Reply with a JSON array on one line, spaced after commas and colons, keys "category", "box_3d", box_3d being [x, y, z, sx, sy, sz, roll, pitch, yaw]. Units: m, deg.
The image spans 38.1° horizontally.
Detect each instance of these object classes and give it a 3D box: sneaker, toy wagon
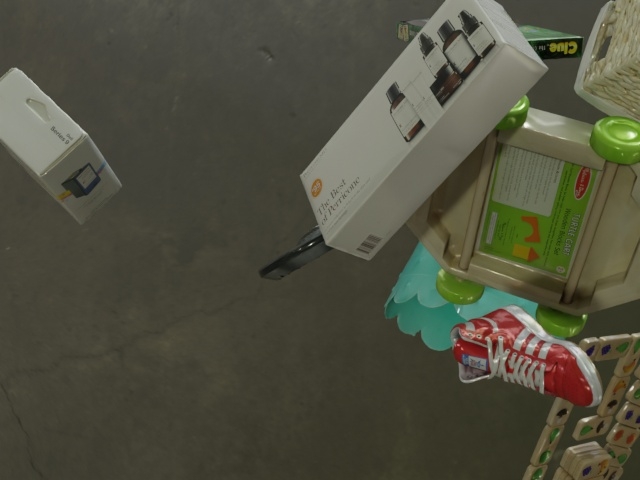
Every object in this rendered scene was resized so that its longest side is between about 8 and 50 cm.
[{"category": "sneaker", "box_3d": [0.136, 0.086, 0.642, 0.067, 0.118, 0.042, -13, 116, -20]}, {"category": "toy wagon", "box_3d": [0.260, -0.015, 0.961, 0.344, 0.267, 0.068, 18, 45, 14]}]

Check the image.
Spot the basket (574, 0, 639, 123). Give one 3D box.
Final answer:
[{"category": "basket", "box_3d": [0.363, -0.174, 0.937, 0.167, 0.103, 0.113, 26, 73, -13]}]

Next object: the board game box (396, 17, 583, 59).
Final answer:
[{"category": "board game box", "box_3d": [0.209, -0.262, 1.198, 0.136, 0.260, 0.030, -5, 110, -17]}]

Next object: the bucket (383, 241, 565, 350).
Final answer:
[{"category": "bucket", "box_3d": [0.244, 0.071, 1.349, 0.281, 0.281, 0.183, 31, 74, -18]}]

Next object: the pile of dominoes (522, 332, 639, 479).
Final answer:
[{"category": "pile of dominoes", "box_3d": [0.345, 0.224, 1.110, 0.196, 0.040, 0.251, -2, 119, -34]}]

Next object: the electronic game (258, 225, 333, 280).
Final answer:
[{"category": "electronic game", "box_3d": [0.000, 0.000, 1.510, 0.229, 0.229, 0.048, -29, 88, -21]}]

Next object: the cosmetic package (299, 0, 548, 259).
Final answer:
[{"category": "cosmetic package", "box_3d": [0.081, -0.100, 0.817, 0.060, 0.099, 0.239, 20, 124, -34]}]

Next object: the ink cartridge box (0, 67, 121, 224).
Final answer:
[{"category": "ink cartridge box", "box_3d": [-0.392, -0.132, 1.344, 0.154, 0.212, 0.093, 42, 77, 12]}]
